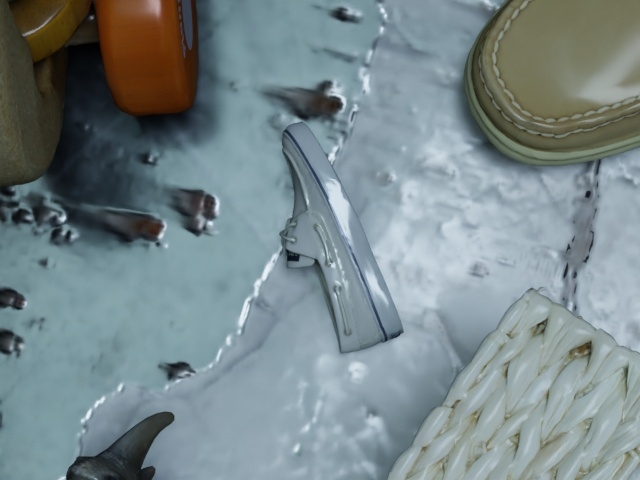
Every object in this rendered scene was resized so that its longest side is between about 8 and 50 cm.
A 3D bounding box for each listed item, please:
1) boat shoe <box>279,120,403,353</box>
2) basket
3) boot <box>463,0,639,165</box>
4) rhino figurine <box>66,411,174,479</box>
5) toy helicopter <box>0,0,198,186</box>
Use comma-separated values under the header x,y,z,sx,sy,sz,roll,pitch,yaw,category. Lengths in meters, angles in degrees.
x,y,z,sx,sy,sz,roll,pitch,yaw,category
0.000,0.000,0.605,0.035,0.035,0.100,-23,89,-3,boat shoe
0.086,0.094,0.526,0.103,0.167,0.113,35,86,13,basket
0.175,-0.124,0.523,0.262,0.203,0.095,-26,82,-2,boot
-0.106,0.179,0.556,0.073,0.106,0.243,15,79,33,rhino figurine
-0.135,-0.193,0.502,0.140,0.235,0.355,-4,99,3,toy helicopter
